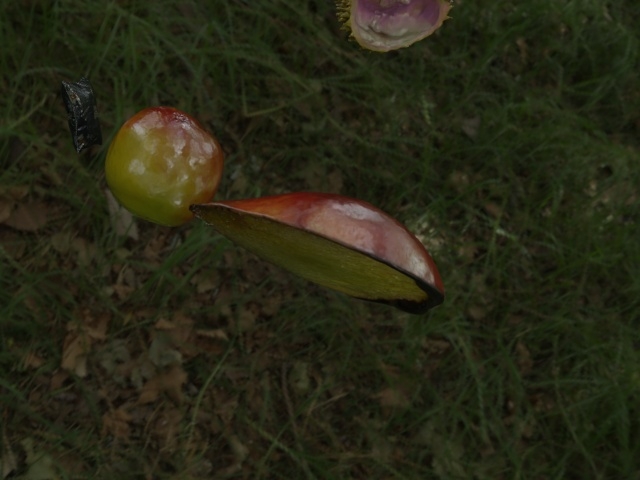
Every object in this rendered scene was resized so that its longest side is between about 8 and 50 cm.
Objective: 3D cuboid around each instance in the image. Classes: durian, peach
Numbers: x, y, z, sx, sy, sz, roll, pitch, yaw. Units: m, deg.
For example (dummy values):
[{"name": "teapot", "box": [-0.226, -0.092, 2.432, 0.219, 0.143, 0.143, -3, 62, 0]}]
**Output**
[{"name": "durian", "box": [0.099, -0.372, 1.324, 0.182, 0.132, 0.165, -34, 108, -30]}, {"name": "peach", "box": [-0.304, -0.144, 1.660, 0.231, 0.231, 0.231, 15, 57, -24]}, {"name": "peach", "box": [0.003, -0.003, 0.888, 0.279, 0.189, 0.068, 25, 69, -13]}]

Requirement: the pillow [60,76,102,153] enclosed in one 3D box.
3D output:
[{"name": "pillow", "box": [-0.489, -0.260, 1.754, 0.090, 0.048, 0.150, -26, 111, -53]}]
